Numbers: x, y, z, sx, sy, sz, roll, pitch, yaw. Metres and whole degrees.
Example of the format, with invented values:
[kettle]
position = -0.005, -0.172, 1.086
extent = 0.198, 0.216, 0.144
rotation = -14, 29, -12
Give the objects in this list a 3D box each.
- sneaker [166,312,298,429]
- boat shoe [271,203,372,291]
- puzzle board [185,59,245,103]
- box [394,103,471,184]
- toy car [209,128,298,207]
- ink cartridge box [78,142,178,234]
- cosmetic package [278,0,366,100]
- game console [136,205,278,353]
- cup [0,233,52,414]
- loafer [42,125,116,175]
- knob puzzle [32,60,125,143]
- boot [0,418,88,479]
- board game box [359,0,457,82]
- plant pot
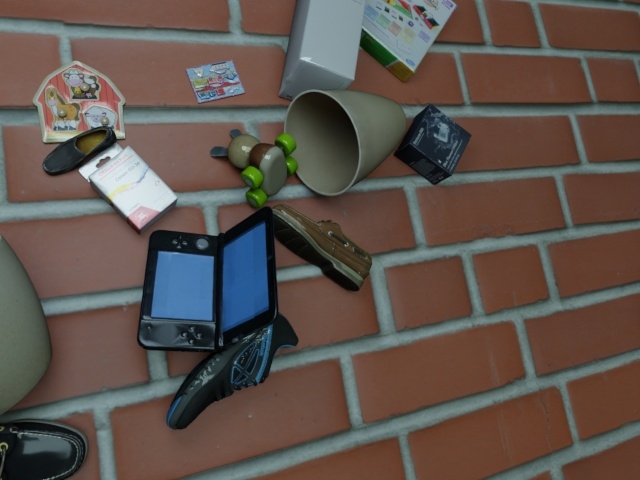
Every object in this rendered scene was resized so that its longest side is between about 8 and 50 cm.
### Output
[sneaker]
position = -0.188, 0.290, 1.068
extent = 0.140, 0.125, 0.341
rotation = 47, 69, -8
[boat shoe]
position = 0.000, 0.000, 1.215
extent = 0.307, 0.110, 0.104
rotation = 41, 64, -19
[puzzle board]
position = -0.268, -0.409, 1.238
extent = 0.128, 0.011, 0.096
rotation = -20, 87, -24
[box]
position = 0.324, -0.275, 1.392
extent = 0.158, 0.093, 0.156
rotation = 33, 70, -10
[toy car]
position = -0.176, -0.202, 1.192
extent = 0.188, 0.149, 0.155
rotation = 31, 63, 18
[ink cartridge box]
position = -0.434, -0.126, 1.088
extent = 0.198, 0.067, 0.115
rotation = 46, 68, -6
[cosmetic package]
position = 0.009, -0.560, 1.274
extent = 0.155, 0.197, 0.366
rotation = 12, 77, -19
[game console]
position = -0.236, 0.067, 1.016
extent = 0.250, 0.173, 0.293
rotation = 7, 52, -19
[cup]
position = -0.627, 0.181, 0.848
extent = 0.331, 0.331, 0.237
rotation = -43, 122, -23
[loafer]
position = -0.533, -0.203, 1.060
extent = 0.170, 0.061, 0.062
rotation = -38, 101, -12
[knob puzzle]
position = -0.548, -0.322, 1.104
extent = 0.213, 0.030, 0.213
rotation = 4, 78, -20
[boot]
position = -0.605, 0.383, 0.802
extent = 0.377, 0.284, 0.138
rotation = 11, 76, -18
[board game box]
position = 0.246, -0.670, 1.456
extent = 0.242, 0.064, 0.316
rotation = 37, 69, -10
[plant pot]
position = 0.092, -0.276, 1.241
extent = 0.274, 0.256, 0.256
rotation = -27, 90, -38
